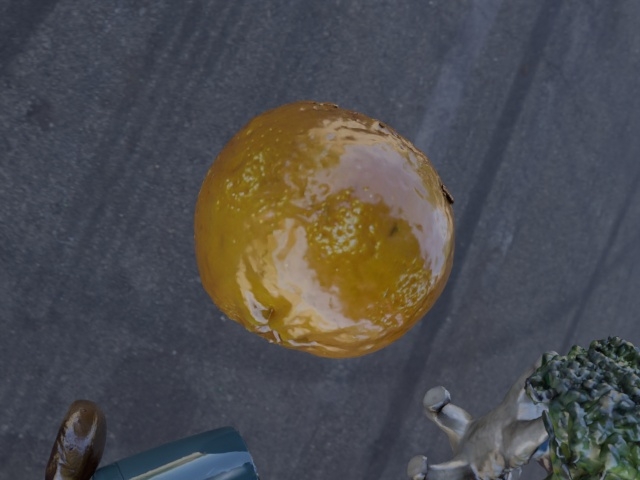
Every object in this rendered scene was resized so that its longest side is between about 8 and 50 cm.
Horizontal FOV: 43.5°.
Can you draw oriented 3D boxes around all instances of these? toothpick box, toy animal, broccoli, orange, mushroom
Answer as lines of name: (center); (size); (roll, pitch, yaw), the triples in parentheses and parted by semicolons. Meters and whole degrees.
toothpick box: (-0.167, 0.298, 0.959); (0.184, 0.120, 0.120); (-18, 114, -22)
toy animal: (0.366, 0.366, 1.463); (0.302, 0.344, 0.194); (41, 39, -37)
broccoli: (0.281, 0.233, 0.759); (0.177, 0.199, 0.275); (-8, 126, -7)
orange: (0.000, 0.000, 1.020); (0.340, 0.340, 0.293); (48, 61, -41)
mushroom: (-0.280, 0.244, 0.925); (0.052, 0.123, 0.123); (13, 92, -2)
